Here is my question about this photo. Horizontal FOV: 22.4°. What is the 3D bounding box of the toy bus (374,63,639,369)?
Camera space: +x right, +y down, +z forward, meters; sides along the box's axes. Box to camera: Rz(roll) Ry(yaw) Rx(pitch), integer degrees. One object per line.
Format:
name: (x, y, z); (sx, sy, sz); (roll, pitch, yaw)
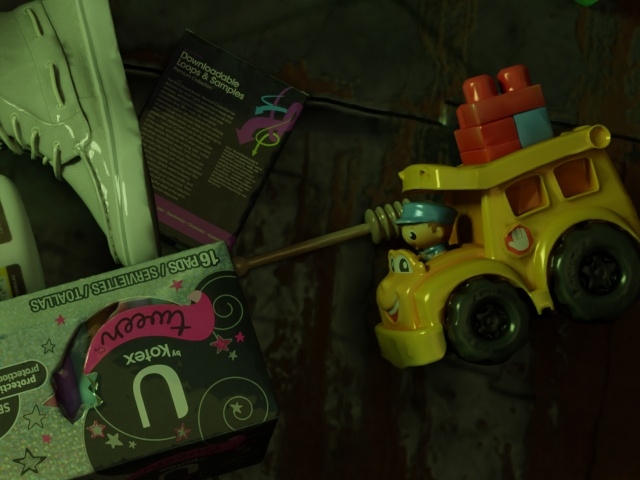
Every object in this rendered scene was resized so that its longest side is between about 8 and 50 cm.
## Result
toy bus: (0.132, -0.021, 1.265); (0.220, 0.149, 0.211); (-21, 97, -14)

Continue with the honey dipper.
honey dipper: (0.000, 0.000, 1.311); (0.161, 0.030, 0.030); (-15, 84, -12)

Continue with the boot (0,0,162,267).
boot: (-0.198, -0.075, 1.224); (0.123, 0.095, 0.258); (-13, 58, -6)

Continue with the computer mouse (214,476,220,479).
computer mouse: (-0.057, 0.230, 1.250); (0.106, 0.042, 0.193); (-24, 87, -17)

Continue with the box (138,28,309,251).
box: (-0.094, -0.074, 1.299); (0.116, 0.029, 0.162); (29, 77, -7)

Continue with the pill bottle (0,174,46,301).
pill bottle: (-0.317, 0.031, 1.182); (0.215, 0.117, 0.117); (-15, 84, -16)

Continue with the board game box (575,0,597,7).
board game box: (0.211, -0.391, 1.416); (0.213, 0.046, 0.317); (28, 75, -8)

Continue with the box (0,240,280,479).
box: (-0.168, 0.117, 1.162); (0.247, 0.163, 0.142); (-16, 74, -11)
